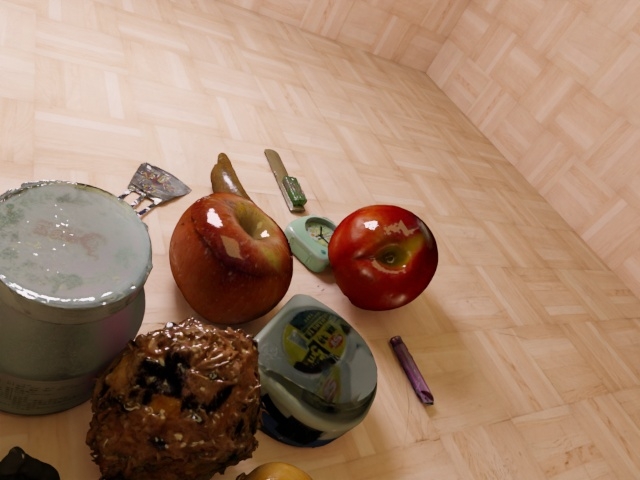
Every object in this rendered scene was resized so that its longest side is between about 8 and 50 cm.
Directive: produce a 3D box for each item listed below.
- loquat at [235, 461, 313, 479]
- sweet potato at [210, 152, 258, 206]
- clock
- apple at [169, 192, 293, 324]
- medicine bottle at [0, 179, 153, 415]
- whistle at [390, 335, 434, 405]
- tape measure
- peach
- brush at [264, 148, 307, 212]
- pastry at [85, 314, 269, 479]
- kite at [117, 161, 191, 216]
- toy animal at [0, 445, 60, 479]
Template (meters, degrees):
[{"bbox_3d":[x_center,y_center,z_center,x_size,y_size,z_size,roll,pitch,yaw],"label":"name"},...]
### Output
[{"bbox_3d":[-0.063,0.400,0.672,0.163,0.137,0.163,26,19,-10],"label":"loquat"},{"bbox_3d":[-0.234,-0.133,1.235,0.108,0.079,0.346,33,21,-54],"label":"sweet potato"},{"bbox_3d":[0.001,-0.001,1.260,0.148,0.060,0.188,44,37,17],"label":"clock"},{"bbox_3d":[-0.182,0.039,0.960,0.272,0.206,0.251,48,28,17],"label":"apple"},{"bbox_3d":[-0.373,0.081,0.666,0.244,0.290,0.245,20,44,-21],"label":"medicine bottle"},{"bbox_3d":[0.209,0.297,1.087,0.033,0.033,0.177,4,45,-33],"label":"whistle"},{"bbox_3d":[-0.025,0.245,0.887,0.262,0.138,0.259,36,37,6],"label":"tape measure"},{"bbox_3d":[0.151,0.037,1.198,0.281,0.281,0.338,30,-3,-4],"label":"peach"},{"bbox_3d":[-0.107,-0.192,1.422,0.054,0.048,0.282,7,41,-35],"label":"brush"},{"bbox_3d":[-0.187,0.245,0.661,0.274,0.275,0.193,-1,34,-38],"label":"pastry"},{"bbox_3d":[-0.415,-0.113,1.122,0.141,0.015,0.245,28,35,-2],"label":"kite"},{"bbox_3d":[-0.307,0.344,0.548,0.114,0.146,0.245,-23,58,-28],"label":"toy animal"}]
